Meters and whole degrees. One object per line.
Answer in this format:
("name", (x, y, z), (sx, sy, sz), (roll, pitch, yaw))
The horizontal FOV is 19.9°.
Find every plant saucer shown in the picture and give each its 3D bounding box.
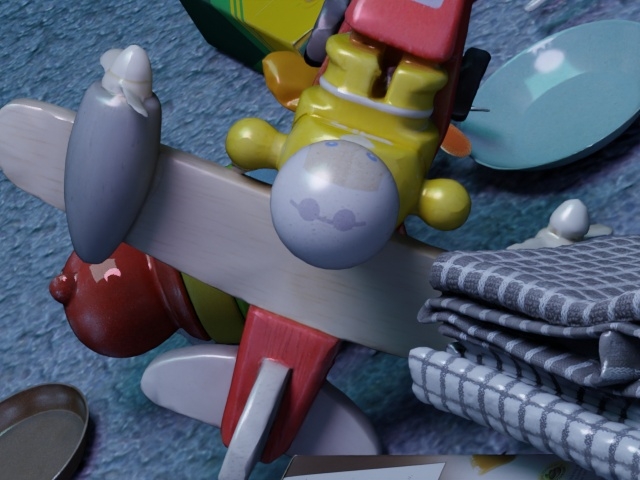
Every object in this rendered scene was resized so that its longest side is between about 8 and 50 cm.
("plant saucer", (0.215, -0.116, 1.583), (0.195, 0.037, 0.195), (-23, 34, 17))
("plant saucer", (-0.270, 0.197, 1.616), (0.168, 0.029, 0.168), (-25, 32, 16))

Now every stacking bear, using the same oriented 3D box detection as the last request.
("stacking bear", (-0.079, 0.012, 1.525), (0.289, 0.175, 0.164), (-19, 59, 6))

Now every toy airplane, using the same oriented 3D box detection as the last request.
("toy airplane", (0.000, 0.000, 1.297), (0.386, 0.384, 0.272), (-23, -2, 2))

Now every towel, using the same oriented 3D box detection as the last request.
("towel", (0.225, 0.064, 1.117), (0.235, 0.283, 0.121), (18, 103, 50))

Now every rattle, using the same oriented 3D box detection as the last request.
("rattle", (0.049, -0.130, 1.628), (0.130, 0.143, 0.199), (-34, 13, -9))

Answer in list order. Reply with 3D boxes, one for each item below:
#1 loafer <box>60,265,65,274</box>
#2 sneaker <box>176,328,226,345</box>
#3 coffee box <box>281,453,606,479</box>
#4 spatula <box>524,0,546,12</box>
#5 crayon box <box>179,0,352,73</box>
("loafer", (-0.150, 0.026, 1.689), (0.220, 0.078, 0.080), (-22, 33, 19))
("sneaker", (-0.058, 0.044, 1.616), (0.152, 0.054, 0.061), (-42, 48, -9))
("coffee box", (0.089, 0.212, 1.154), (0.246, 0.141, 0.098), (-5, 42, 38))
("spatula", (0.287, -0.298, 1.744), (0.242, 0.019, 0.168), (-37, 14, 7))
("crayon box", (0.057, -0.320, 1.940), (0.363, 0.106, 0.313), (-41, 32, -10))
